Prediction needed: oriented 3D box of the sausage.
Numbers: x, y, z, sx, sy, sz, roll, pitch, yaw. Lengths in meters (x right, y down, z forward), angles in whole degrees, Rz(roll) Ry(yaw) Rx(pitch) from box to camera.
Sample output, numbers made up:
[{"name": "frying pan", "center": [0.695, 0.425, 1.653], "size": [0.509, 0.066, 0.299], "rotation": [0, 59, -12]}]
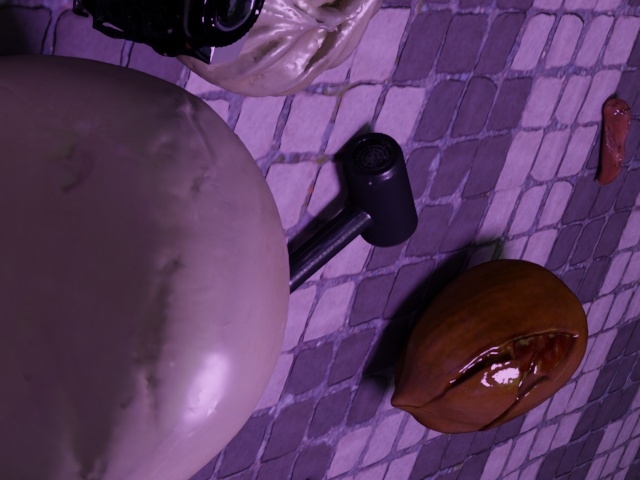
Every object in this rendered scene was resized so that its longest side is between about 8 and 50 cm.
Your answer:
[{"name": "sausage", "center": [0.419, -0.140, 2.052], "size": [0.158, 0.042, 0.036], "rotation": [88, 6, -47]}]

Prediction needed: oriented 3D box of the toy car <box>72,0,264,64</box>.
[{"name": "toy car", "center": [-0.092, -0.278, 0.997], "size": [0.118, 0.193, 0.301], "rotation": [-14, 127, -50]}]

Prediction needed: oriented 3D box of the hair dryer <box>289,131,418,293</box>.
[{"name": "hair dryer", "center": [0.000, 0.000, 1.528], "size": [0.255, 0.070, 0.128], "rotation": [-41, 146, -20]}]

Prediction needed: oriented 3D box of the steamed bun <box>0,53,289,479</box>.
[{"name": "steamed bun", "center": [-0.168, 0.041, 1.033], "size": [0.233, 0.312, 0.334], "rotation": [10, 93, -70]}]

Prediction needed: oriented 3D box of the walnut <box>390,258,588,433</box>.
[{"name": "walnut", "center": [0.206, 0.144, 1.840], "size": [0.298, 0.203, 0.203], "rotation": [-27, 140, -21]}]

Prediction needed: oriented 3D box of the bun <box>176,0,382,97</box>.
[{"name": "bun", "center": [-0.021, -0.237, 1.177], "size": [0.259, 0.160, 0.259], "rotation": [-39, 146, -33]}]
